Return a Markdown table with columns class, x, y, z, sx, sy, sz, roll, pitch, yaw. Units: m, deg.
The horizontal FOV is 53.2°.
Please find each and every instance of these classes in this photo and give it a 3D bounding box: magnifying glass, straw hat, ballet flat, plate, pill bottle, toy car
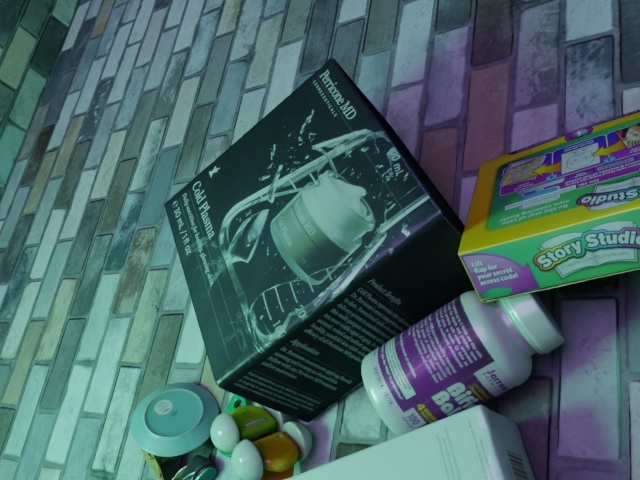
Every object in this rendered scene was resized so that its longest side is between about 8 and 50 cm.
| class | x | y | z | sx | sy | sz | roll | pitch | yaw |
| --- | --- | --- | --- | --- | --- | --- | --- | --- | --- |
| magnifying glass | -0.169 | 0.340 | 1.359 | 0.092 | 0.026 | 0.231 | -7 | 64 | 35 |
| straw hat | -0.351 | 0.454 | 1.402 | 0.061 | 0.145 | 0.144 | -26 | 39 | -28 |
| ballet flat | -0.294 | 0.529 | 1.317 | 0.074 | 0.074 | 0.203 | 30 | 80 | 43 |
| plate | -0.313 | 0.375 | 1.371 | 0.188 | 0.024 | 0.188 | 0 | 40 | 0 |
| pill bottle | 0.230 | 0.187 | 1.037 | 0.301 | 0.169 | 0.169 | -36 | 49 | 17 |
| toy car | -0.116 | 0.398 | 1.221 | 0.182 | 0.159 | 0.136 | 36 | 126 | 43 |

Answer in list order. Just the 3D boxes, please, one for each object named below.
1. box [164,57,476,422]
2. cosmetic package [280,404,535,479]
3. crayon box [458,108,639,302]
| class | x | y | z | sx | sy | sz | roll | pitch | yaw |
| --- | --- | --- | --- | --- | --- | --- | --- | --- | --- |
| box | 0.000 | 0.000 | 1.238 | 0.471 | 0.297 | 0.480 | -38 | 49 | 12 |
| cosmetic package | 0.136 | 0.430 | 0.986 | 0.384 | 0.156 | 0.217 | -28 | 51 | 24 |
| crayon box | 0.418 | -0.069 | 0.985 | 0.362 | 0.106 | 0.313 | -17 | 26 | 30 |
